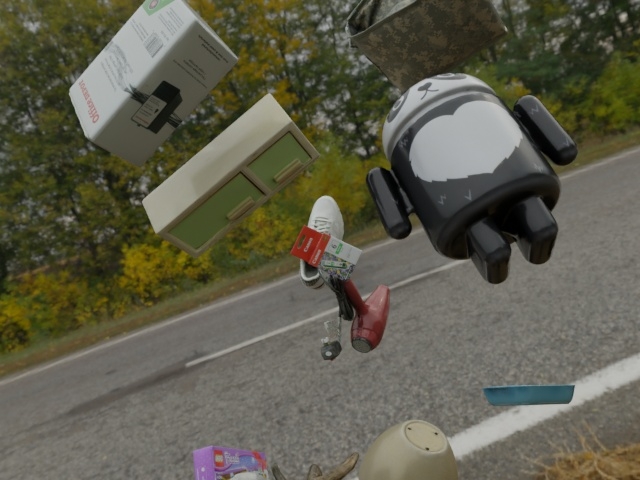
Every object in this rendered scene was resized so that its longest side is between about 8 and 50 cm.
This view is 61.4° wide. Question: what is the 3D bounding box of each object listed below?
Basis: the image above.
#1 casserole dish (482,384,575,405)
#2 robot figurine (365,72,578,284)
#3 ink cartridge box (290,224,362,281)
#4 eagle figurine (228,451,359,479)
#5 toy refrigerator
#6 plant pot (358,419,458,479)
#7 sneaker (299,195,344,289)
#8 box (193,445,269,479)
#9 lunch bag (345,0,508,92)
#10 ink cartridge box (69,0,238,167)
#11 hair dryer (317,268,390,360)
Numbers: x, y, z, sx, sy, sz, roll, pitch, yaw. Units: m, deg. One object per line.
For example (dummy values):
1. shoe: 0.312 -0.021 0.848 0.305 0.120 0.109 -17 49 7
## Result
1. casserole dish: 0.393 0.291 1.012 0.189 0.036 0.114 8 -20 -31
2. robot figurine: 0.189 -0.087 0.691 0.209 0.278 0.173 -5 -33 -29
3. ink cartridge box: 0.010 0.022 0.964 0.115 0.062 0.029 26 -2 -1
4. eagle figurine: -0.030 0.512 0.833 0.227 0.298 0.225 -3 20 -15
5. toy refrigerator: -0.141 -0.097 0.866 0.270 0.094 0.102 -39 -37 5
6. plant pot: 0.266 0.623 1.518 0.284 0.190 0.284 11 22 -5
7. sneaker: 0.000 0.000 1.295 0.090 0.234 0.095 5 -13 14
8. box: -0.210 0.634 1.355 0.057 0.200 0.293 -20 -30 13
9. lunch bag: 0.223 -0.481 1.193 0.287 0.168 0.235 -30 -37 28
10. ink cartridge box: -0.234 -0.226 0.742 0.208 0.153 0.087 -44 -39 9
11. hair dryer: 0.095 0.150 1.249 0.080 0.223 0.294 0 0 30
